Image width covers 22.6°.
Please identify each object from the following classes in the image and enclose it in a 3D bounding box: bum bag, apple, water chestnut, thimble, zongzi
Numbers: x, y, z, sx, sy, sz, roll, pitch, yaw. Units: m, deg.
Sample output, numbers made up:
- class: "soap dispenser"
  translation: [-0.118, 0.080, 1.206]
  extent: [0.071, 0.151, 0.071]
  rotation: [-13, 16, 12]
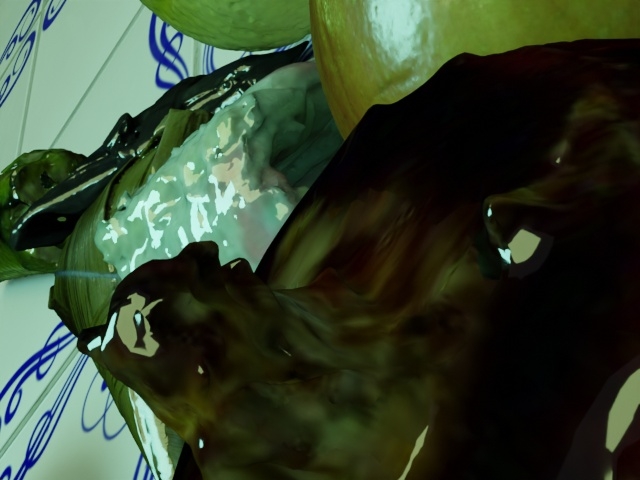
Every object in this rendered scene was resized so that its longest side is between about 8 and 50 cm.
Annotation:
- class: "bum bag"
  translation: [-0.128, -0.079, 1.306]
  extent: [0.310, 0.074, 0.137]
  rotation: [-28, 5, 21]
- class: "apple"
  translation: [0.099, -0.102, 0.720]
  extent: [0.237, 0.237, 0.207]
  rotation: [-20, 73, 60]
- class: "water chestnut"
  translation: [0.064, 0.075, 0.496]
  extent: [0.350, 0.302, 0.350]
  rotation: [-48, 28, 36]
- class: "thimble"
  translation: [0.000, 0.000, 0.847]
  extent: [0.149, 0.211, 0.185]
  rotation: [-42, 44, 40]
- class: "zongzi"
  translation: [-0.127, 0.088, 1.163]
  extent: [0.286, 0.138, 0.300]
  rotation: [-40, 40, 54]

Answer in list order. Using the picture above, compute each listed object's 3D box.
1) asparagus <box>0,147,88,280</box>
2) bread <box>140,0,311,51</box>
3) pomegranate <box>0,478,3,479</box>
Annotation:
- class: "asparagus"
  translation: [-0.330, -0.017, 1.740]
  extent: [0.108, 0.128, 0.382]
  rotation: [-34, 9, -24]
- class: "bread"
  translation: [-0.071, -0.296, 1.200]
  extent: [0.237, 0.320, 0.320]
  rotation: [-51, 18, -17]
- class: "pomegranate"
  translation: [-0.406, 0.293, 1.219]
  extent: [0.410, 0.410, 0.410]
  rotation: [-49, 27, 36]
